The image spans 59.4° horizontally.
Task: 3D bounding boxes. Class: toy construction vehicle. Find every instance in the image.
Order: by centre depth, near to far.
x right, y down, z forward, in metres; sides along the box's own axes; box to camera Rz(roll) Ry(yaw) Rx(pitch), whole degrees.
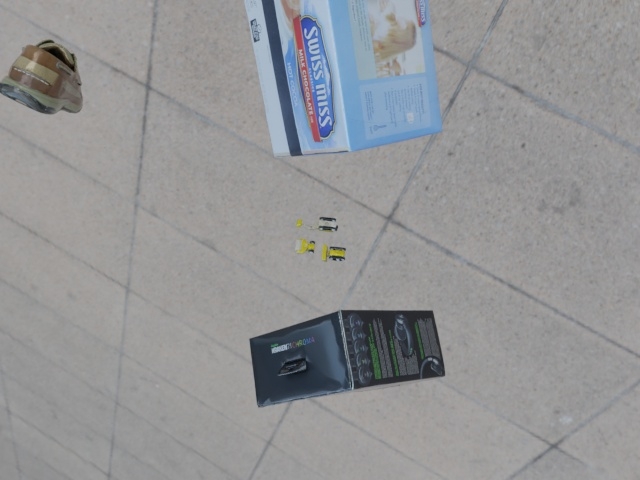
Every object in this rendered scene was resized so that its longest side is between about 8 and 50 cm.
[{"bbox_3d":[0.000,0.000,1.088,0.098,0.086,0.035,4,160,-3],"label":"toy construction vehicle"}]

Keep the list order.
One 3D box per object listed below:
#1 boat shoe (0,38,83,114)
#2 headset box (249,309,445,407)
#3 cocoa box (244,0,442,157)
[{"bbox_3d":[-0.525,-0.327,1.110,0.122,0.324,0.120,24,100,-21],"label":"boat shoe"},{"bbox_3d":[0.042,0.215,1.032,0.246,0.283,0.131,-23,69,40],"label":"headset box"},{"bbox_3d":[0.039,-0.332,0.969,0.227,0.231,0.347,7,111,52],"label":"cocoa box"}]
